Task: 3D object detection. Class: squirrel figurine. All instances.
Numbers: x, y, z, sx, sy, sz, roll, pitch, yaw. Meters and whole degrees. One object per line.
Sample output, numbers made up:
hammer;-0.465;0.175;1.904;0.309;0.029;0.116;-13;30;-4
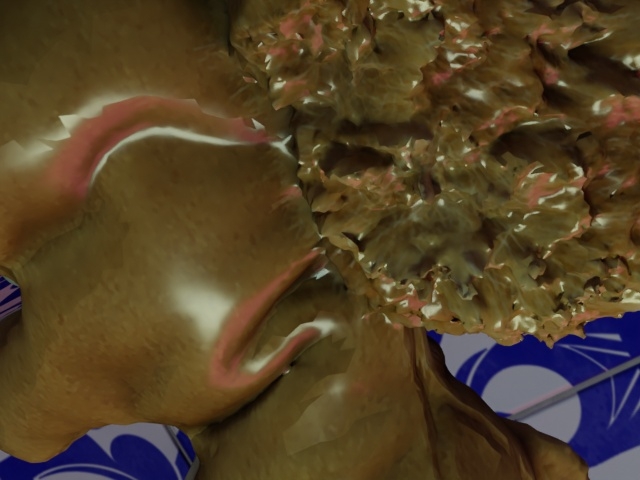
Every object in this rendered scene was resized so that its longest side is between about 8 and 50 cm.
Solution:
squirrel figurine;0.000;0.000;0.840;0.397;0.370;0.281;-32;179;33
